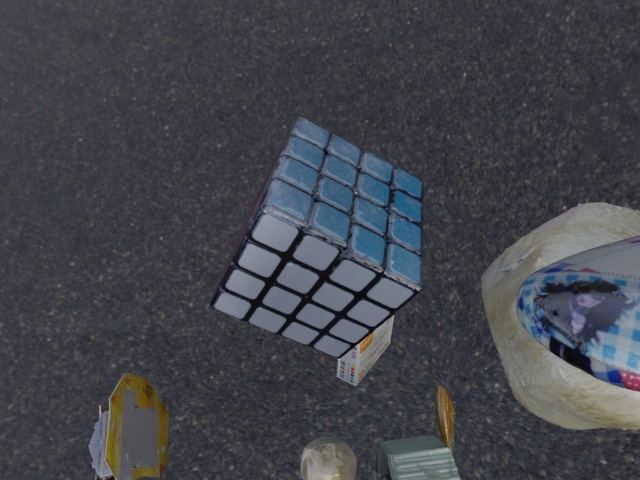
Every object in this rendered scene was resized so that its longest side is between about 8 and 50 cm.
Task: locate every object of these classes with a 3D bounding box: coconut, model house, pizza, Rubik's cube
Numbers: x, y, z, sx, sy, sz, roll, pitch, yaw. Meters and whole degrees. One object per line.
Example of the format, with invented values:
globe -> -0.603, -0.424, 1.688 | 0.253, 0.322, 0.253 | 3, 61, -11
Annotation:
coconut -> 0.499, 0.123, 0.735 | 0.403, 0.404, 0.406 | -6, 69, 15
model house -> -0.448, 0.419, 0.933 | 0.135, 0.207, 0.220 | -17, 65, 10
pizza -> 0.386, 0.523, 1.314 | 0.036, 0.176, 0.185 | -9, 92, 24
coconut -> 0.024, 0.715, 1.351 | 0.194, 0.194, 0.195 | -6, 69, 15
Rubik's cube -> 0.000, 0.000, 0.949 | 0.336, 0.344, 0.345 | 24, 45, -13

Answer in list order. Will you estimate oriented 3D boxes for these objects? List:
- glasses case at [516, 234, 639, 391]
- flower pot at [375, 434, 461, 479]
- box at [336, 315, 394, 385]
glasses case -> 0.313, 0.040, 0.349 | 0.326, 0.076, 0.125 | -10, 27, -19
flower pot -> 0.267, 0.671, 1.174 | 0.189, 0.209, 0.240 | -4, 49, -5
box -> 0.169, 0.369, 1.579 | 0.091, 0.221, 0.273 | 21, 39, 30
